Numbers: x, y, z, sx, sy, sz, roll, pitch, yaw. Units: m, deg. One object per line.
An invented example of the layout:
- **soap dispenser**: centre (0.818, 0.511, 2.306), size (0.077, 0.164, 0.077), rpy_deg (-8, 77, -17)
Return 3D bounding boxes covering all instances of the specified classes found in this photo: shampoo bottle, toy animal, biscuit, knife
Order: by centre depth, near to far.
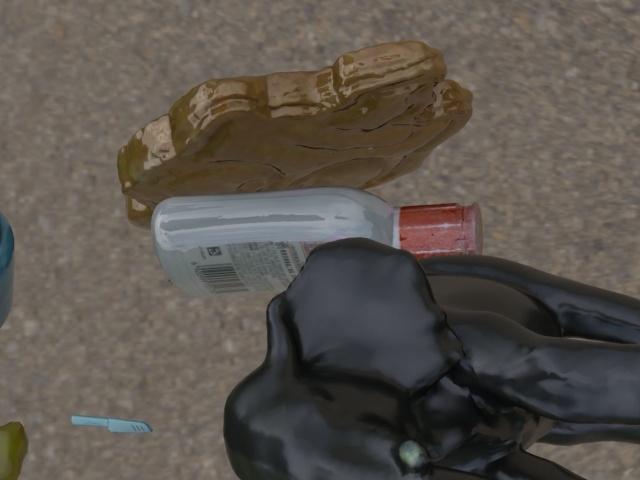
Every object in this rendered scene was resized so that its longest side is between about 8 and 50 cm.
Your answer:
- **toy animal**: centre (0.056, 0.066, 0.529), size (0.146, 0.245, 0.114), rpy_deg (14, 93, 15)
- **shampoo bottle**: centre (0.000, 0.000, 1.042), size (0.221, 0.108, 0.051), rpy_deg (-4, 59, 12)
- **biscuit**: centre (-0.022, -0.070, 1.233), size (0.376, 0.269, 0.051), rpy_deg (-31, 67, 53)
- **knife**: centre (-0.184, 0.163, 1.333), size (0.091, 0.005, 0.014), rpy_deg (0, 104, 32)

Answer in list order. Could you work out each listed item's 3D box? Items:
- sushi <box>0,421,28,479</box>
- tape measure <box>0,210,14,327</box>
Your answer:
- **sushi**: centre (-0.323, 0.130, 0.556), size (0.351, 0.396, 0.240), rpy_deg (-22, 106, 46)
- **tape measure**: centre (-0.252, 0.016, 0.920), size (0.146, 0.125, 0.081), rpy_deg (20, 128, 11)
